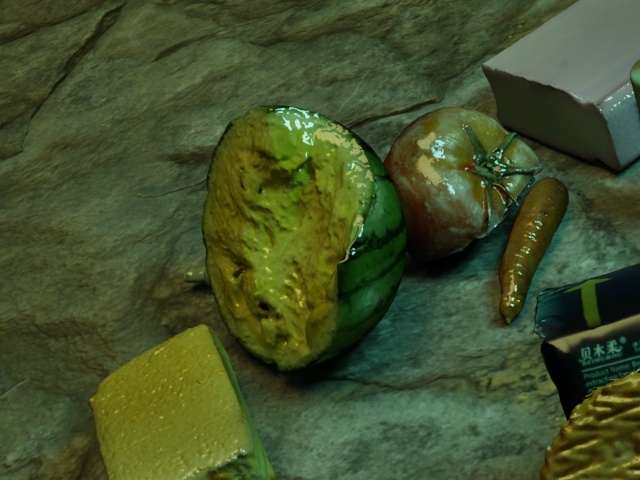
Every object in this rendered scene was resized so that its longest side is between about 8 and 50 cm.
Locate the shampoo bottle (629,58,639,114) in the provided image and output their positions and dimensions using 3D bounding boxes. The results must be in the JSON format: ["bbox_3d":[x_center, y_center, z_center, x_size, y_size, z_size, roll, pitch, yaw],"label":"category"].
[{"bbox_3d":[0.422,-0.140,1.728,0.085,0.262,0.085,-17,32,11],"label":"shampoo bottle"}]

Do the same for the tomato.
[{"bbox_3d":[0.163,-0.090,1.894,0.180,0.155,0.214,-26,19,46],"label":"tomato"}]

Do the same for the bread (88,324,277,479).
[{"bbox_3d":[-0.162,0.236,1.707,0.184,0.114,0.275,-29,31,-1],"label":"bread"}]

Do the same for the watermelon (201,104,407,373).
[{"bbox_3d":[0.000,0.000,1.828,0.189,0.331,0.331,-5,23,-28],"label":"watermelon"}]

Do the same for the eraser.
[{"bbox_3d":[0.446,-0.262,2.032,0.359,0.122,0.272,-34,31,-18],"label":"eraser"}]

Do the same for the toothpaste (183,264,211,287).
[{"bbox_3d":[-0.072,0.039,2.007,0.255,0.037,0.067,-4,37,23],"label":"toothpaste"}]

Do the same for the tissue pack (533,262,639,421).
[{"bbox_3d":[0.416,0.120,1.303,0.416,0.264,0.253,-18,4,10],"label":"tissue pack"}]

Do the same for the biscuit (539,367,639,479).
[{"bbox_3d":[0.300,0.219,1.187,0.254,0.254,0.035,-16,0,13],"label":"biscuit"}]

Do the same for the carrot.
[{"bbox_3d":[0.257,0.008,1.819,0.059,0.059,0.248,-3,41,30],"label":"carrot"}]
